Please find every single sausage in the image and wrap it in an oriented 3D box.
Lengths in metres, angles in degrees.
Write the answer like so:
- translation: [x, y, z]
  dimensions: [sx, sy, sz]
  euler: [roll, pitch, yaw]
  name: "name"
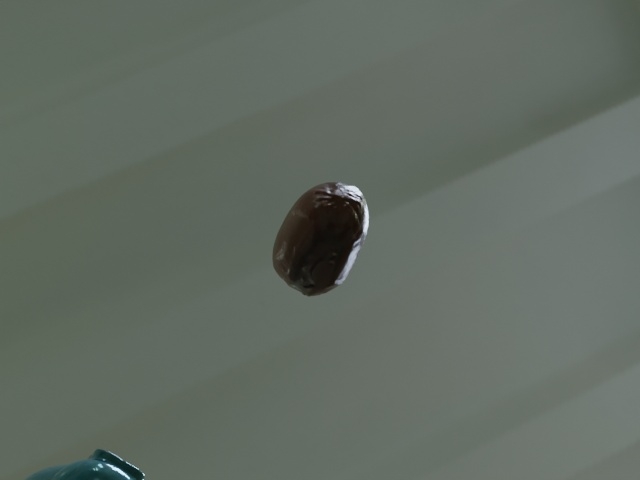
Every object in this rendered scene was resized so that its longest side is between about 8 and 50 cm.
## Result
- translation: [0.000, 0.000, 1.131]
  dimensions: [0.059, 0.054, 0.094]
  euler: [18, -48, -12]
  name: "sausage"

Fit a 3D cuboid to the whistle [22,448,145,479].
- translation: [-0.179, 0.208, 1.124]
  dimensions: [0.186, 0.274, 0.093]
  euler: [32, -115, -6]
  name: "whistle"
